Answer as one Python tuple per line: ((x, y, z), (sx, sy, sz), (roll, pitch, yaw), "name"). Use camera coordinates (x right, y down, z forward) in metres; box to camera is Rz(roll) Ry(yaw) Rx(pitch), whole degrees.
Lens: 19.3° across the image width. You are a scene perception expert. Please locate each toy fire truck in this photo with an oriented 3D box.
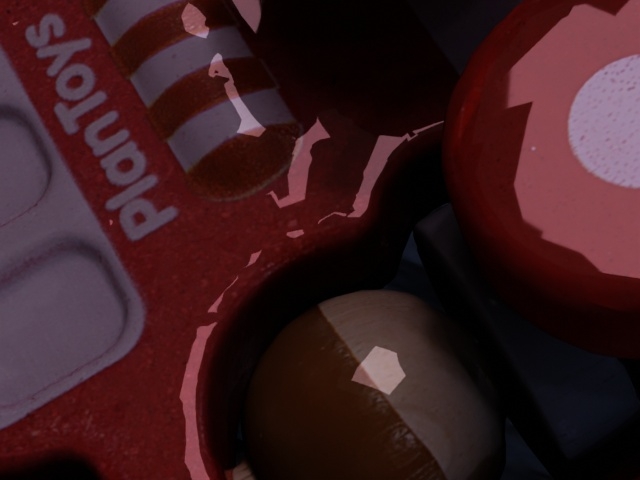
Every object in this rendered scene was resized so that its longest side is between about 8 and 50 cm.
((0.000, 0.000, 0.543), (0.254, 0.169, 0.302), (-30, 64, 0), "toy fire truck")
